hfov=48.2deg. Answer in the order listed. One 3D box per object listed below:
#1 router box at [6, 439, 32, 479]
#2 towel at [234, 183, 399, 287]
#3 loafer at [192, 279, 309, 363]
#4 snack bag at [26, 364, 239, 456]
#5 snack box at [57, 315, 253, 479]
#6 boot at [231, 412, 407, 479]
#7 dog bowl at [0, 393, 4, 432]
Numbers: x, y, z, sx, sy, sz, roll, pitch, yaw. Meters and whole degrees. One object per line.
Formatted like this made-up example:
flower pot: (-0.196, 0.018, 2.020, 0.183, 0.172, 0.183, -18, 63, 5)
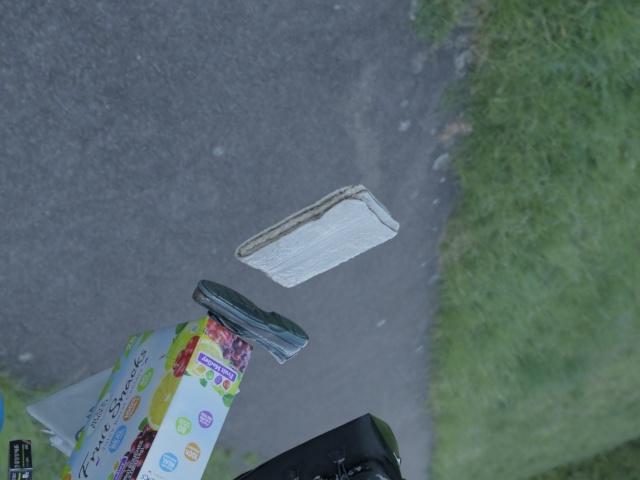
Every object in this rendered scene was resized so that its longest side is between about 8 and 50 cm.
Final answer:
router box: (-0.527, 0.425, 1.249, 0.038, 0.092, 0.122, 3, 106, -24)
towel: (0.000, 0.000, 1.369, 0.282, 0.049, 0.187, -28, 146, 18)
loafer: (-0.137, 0.163, 1.344, 0.267, 0.096, 0.084, 31, 101, -34)
snack bag: (-0.371, 0.306, 1.378, 0.323, 0.342, 0.037, -24, 109, -37)
snack box: (-0.175, 0.192, 0.731, 0.070, 0.207, 0.174, 39, 146, -27)
boot: (-0.032, 0.532, 1.154, 0.445, 0.367, 0.146, -24, 165, 3)
dog bowl: (-0.413, 0.137, 0.628, 0.074, 0.166, 0.297, -35, 162, 5)
